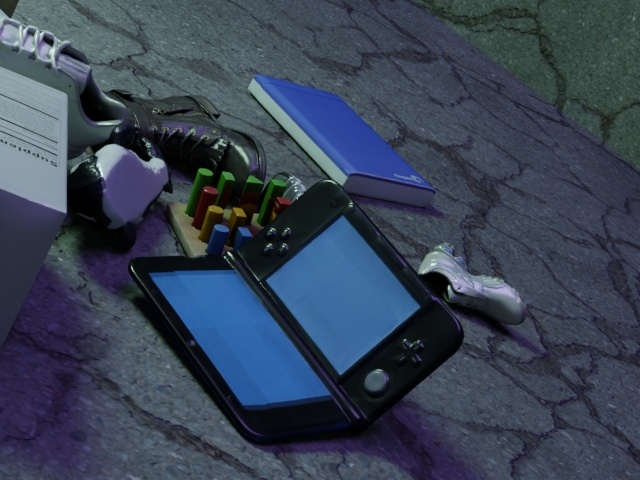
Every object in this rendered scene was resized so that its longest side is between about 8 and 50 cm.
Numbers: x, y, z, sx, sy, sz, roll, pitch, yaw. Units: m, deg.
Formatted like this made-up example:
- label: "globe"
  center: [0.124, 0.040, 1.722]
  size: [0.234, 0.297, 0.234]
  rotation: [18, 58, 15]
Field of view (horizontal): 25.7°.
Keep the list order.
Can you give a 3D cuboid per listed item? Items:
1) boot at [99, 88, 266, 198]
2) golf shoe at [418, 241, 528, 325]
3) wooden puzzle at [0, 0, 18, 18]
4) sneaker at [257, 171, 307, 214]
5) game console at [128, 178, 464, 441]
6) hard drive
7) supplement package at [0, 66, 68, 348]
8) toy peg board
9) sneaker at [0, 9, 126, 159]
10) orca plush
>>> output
- label: "boot"
  center: [-0.223, -0.139, 1.974]
  size: [0.229, 0.091, 0.263]
  rotation: [1, 31, -42]
- label: "golf shoe"
  center: [0.221, 0.082, 2.079]
  size: [0.176, 0.069, 0.086]
  rotation: [32, 41, 14]
- label: "wooden puzzle"
  center: [-0.504, -0.367, 1.825]
  size: [0.239, 0.221, 0.044]
  rotation: [38, 65, -9]
- label: "sneaker"
  center: [0.000, 0.000, 1.953]
  size: [0.132, 0.086, 0.228]
  rotation: [31, 17, -37]
- label: "game console"
  center: [-0.028, 0.068, 1.599]
  size: [0.293, 0.250, 0.173]
  rotation: [50, 2, 31]
- label: "hard drive"
  center: [0.035, -0.174, 2.419]
  size: [0.210, 0.040, 0.318]
  rotation: [9, 29, -43]
- label: "supplement package"
  center: [-0.370, -0.054, 1.434]
  size: [0.175, 0.177, 0.293]
  rotation: [22, 23, -20]
- label: "toy peg board"
  center: [-0.098, -0.025, 1.815]
  size: [0.161, 0.079, 0.160]
  rotation: [7, 26, -26]
- label: "sneaker"
  center: [-0.352, -0.220, 1.706]
  size: [0.297, 0.129, 0.111]
  rotation: [43, 48, -38]
- label: "orca plush"
  center: [-0.270, -0.079, 1.736]
  size: [0.102, 0.151, 0.287]
  rotation: [0, 22, 10]
